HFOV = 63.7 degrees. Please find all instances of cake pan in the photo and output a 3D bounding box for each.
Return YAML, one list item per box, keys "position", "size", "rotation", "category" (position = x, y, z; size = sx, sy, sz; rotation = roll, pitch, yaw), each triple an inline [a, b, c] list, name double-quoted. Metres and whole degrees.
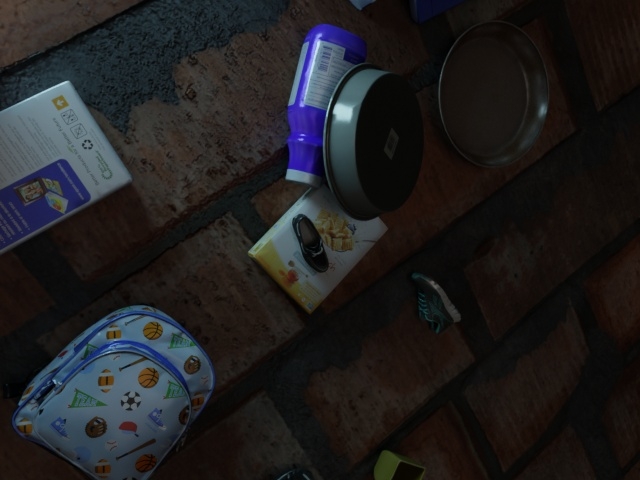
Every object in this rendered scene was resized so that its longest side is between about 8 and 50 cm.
- position: [0.112, -0.179, 0.960]
  size: [0.293, 0.054, 0.292]
  rotation: [-14, 108, -51]
  category: "cake pan"

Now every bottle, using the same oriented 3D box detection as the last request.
- position: [0.000, -0.241, 0.949]
  size: [0.118, 0.092, 0.282]
  rotation: [12, 93, -26]
  category: "bottle"

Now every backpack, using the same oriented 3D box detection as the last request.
- position: [-0.310, 0.239, 0.825]
  size: [0.276, 0.213, 0.263]
  rotation: [46, 68, -20]
  category: "backpack"

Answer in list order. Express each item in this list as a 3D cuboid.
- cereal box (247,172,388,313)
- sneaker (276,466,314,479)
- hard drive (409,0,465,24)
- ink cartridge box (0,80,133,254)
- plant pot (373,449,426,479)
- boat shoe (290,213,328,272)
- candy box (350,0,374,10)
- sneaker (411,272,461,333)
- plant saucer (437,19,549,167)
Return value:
- position: [0.000, 0.000, 1.009]
  size: [0.240, 0.047, 0.173]
  rotation: [-47, 113, -11]
  category: "cereal box"
- position: [-0.113, 0.570, 1.024]
  size: [0.100, 0.108, 0.271]
  rotation: [46, 62, -5]
  category: "sneaker"
- position: [0.310, -0.566, 0.958]
  size: [0.319, 0.040, 0.210]
  rotation: [-26, 147, 0]
  category: "hard drive"
- position: [-0.491, -0.073, 0.763]
  size: [0.371, 0.069, 0.175]
  rotation: [-34, 110, -19]
  category: "ink cartridge box"
- position: [0.165, 0.512, 1.141]
  size: [0.081, 0.083, 0.081]
  rotation: [28, 85, -25]
  category: "plant pot"
- position: [-0.015, 0.007, 0.954]
  size: [0.046, 0.038, 0.125]
  rotation: [-28, 107, -19]
  category: "boat shoe"
- position: [0.080, -0.566, 0.949]
  size: [0.165, 0.070, 0.196]
  rotation: [35, 83, -24]
  category: "candy box"
- position: [0.243, 0.143, 1.137]
  size: [0.076, 0.065, 0.166]
  rotation: [-43, 111, -9]
  category: "sneaker"
- position: [0.374, -0.316, 1.134]
  size: [0.311, 0.050, 0.310]
  rotation: [-4, 99, -23]
  category: "plant saucer"
